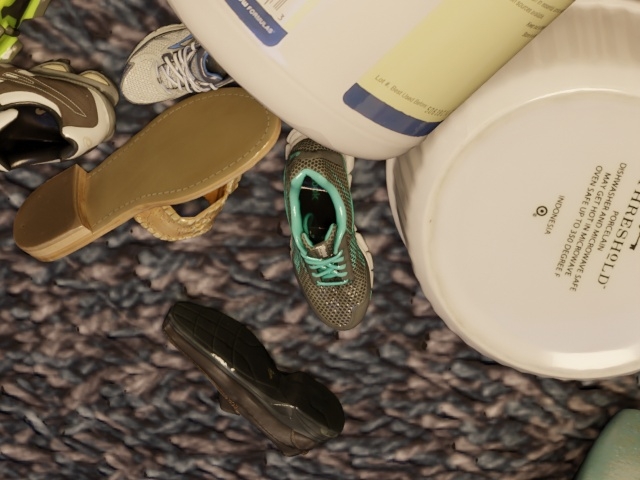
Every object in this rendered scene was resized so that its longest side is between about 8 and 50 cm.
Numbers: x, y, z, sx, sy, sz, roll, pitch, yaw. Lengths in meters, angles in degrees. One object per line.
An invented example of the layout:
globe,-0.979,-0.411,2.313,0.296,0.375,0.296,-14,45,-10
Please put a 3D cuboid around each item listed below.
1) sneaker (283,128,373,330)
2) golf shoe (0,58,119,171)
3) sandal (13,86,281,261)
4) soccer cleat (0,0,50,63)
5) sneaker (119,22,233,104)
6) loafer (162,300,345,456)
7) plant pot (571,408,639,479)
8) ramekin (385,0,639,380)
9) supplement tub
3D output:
sneaker,0.000,0.000,0.960,0.065,0.076,0.167,-8,115,11
golf shoe,-0.248,-0.095,0.934,0.198,0.094,0.077,3,120,7
sandal,-0.112,-0.036,0.971,0.240,0.088,0.079,-22,143,23
soccer cleat,-0.224,-0.219,0.855,0.121,0.093,0.289,27,102,-4
sneaker,-0.086,-0.129,0.918,0.135,0.058,0.052,-21,111,16
loafer,-0.062,0.115,1.034,0.170,0.062,0.061,40,118,-11
plant pot,0.259,0.273,0.951,0.247,0.252,0.248,13,138,0
ramekin,0.176,-0.027,0.898,0.272,0.127,0.273,3,116,6
supplement tub,0.076,-0.229,0.752,0.235,0.235,0.325,43,113,-14
